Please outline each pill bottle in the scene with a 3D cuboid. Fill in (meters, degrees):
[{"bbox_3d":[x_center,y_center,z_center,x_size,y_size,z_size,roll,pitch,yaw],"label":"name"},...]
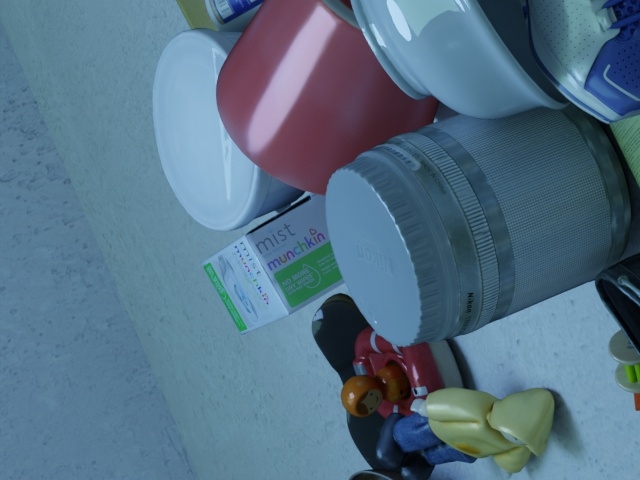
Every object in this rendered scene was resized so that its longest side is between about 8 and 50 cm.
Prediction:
[{"bbox_3d":[-0.056,-0.344,2.088,0.186,0.112,0.112,-21,90,44],"label":"pill bottle"}]

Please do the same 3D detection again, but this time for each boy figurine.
[{"bbox_3d":[0.206,0.255,2.039,0.177,0.092,0.285,40,146,-23],"label":"boy figurine"}]

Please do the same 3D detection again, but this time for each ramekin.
[{"bbox_3d":[-0.104,-0.153,2.079,0.273,0.127,0.273,26,122,51],"label":"ramekin"}]

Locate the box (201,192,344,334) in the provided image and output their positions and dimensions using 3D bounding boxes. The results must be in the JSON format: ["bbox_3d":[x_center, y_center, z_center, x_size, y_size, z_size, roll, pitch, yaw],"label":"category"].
[{"bbox_3d":[0.000,0.000,2.109,0.127,0.262,0.231,61,158,-1],"label":"box"}]

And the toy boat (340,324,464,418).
[{"bbox_3d":[0.098,0.203,2.218,0.231,0.151,0.151,-5,105,63],"label":"toy boat"}]

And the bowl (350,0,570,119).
[{"bbox_3d":[0.120,-0.233,1.558,0.298,0.134,0.298,49,-156,-32],"label":"bowl"}]

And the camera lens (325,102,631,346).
[{"bbox_3d":[0.171,-0.027,1.655,0.219,0.274,0.219,51,153,40],"label":"camera lens"}]

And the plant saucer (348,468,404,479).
[{"bbox_3d":[0.164,0.459,2.364,0.310,0.050,0.311,38,150,26],"label":"plant saucer"}]

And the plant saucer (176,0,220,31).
[{"bbox_3d":[-0.168,-0.470,2.351,0.333,0.081,0.333,62,159,17],"label":"plant saucer"}]

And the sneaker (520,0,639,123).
[{"bbox_3d":[0.248,-0.274,1.439,0.315,0.127,0.182,63,161,20],"label":"sneaker"}]

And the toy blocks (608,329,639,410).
[{"bbox_3d":[0.363,0.180,1.688,0.123,0.054,0.148,58,171,48],"label":"toy blocks"}]

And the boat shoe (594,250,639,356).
[{"bbox_3d":[0.376,0.140,1.547,0.301,0.102,0.108,61,158,21],"label":"boat shoe"}]

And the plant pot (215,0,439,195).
[{"bbox_3d":[0.038,-0.228,1.852,0.275,0.275,0.243,59,146,25],"label":"plant pot"}]

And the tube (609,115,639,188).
[{"bbox_3d":[0.341,-0.059,1.524,0.070,0.062,0.240,-33,67,24],"label":"tube"}]

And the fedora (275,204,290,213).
[{"bbox_3d":[-0.042,-0.185,2.245,0.275,0.124,0.244,59,156,33],"label":"fedora"}]

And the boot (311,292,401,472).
[{"bbox_3d":[0.082,0.219,2.408,0.115,0.112,0.305,-64,-47,-76],"label":"boot"}]
